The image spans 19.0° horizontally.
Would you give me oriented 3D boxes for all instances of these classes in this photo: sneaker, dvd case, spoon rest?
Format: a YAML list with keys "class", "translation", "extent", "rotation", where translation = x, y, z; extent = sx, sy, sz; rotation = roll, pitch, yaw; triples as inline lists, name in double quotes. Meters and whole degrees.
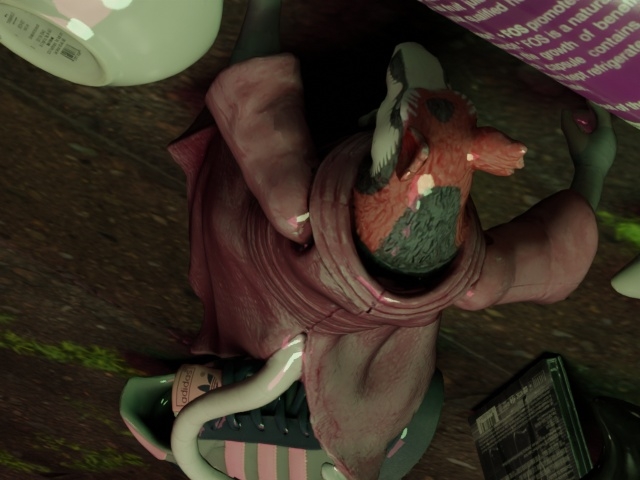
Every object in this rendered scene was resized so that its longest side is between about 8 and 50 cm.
- class: "sneaker"
  translation: [-0.040, 0.135, 1.459]
  extent: [0.131, 0.112, 0.319]
  rotation: [28, 153, -28]
- class: "dvd case"
  translation: [0.169, 0.210, 1.379]
  extent: [0.018, 0.221, 0.164]
  rotation: [-9, 163, -19]
- class: "spoon rest"
  translation: [-0.087, -0.131, 0.817]
  extent: [0.137, 0.084, 0.276]
  rotation: [31, 164, -14]

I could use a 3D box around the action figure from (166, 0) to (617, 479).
- class: "action figure"
  translation: [0.000, 0.000, 0.985]
  extent: [0.248, 0.276, 0.370]
  rotation: [27, 168, -7]

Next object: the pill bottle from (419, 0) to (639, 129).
- class: "pill bottle"
  translation: [0.094, -0.151, 0.695]
  extent: [0.301, 0.169, 0.169]
  rotation: [27, 154, -22]

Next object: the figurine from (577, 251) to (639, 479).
- class: "figurine"
  translation: [0.256, 0.078, 1.070]
  extent: [0.209, 0.215, 0.092]
  rotation: [12, -172, 16]
